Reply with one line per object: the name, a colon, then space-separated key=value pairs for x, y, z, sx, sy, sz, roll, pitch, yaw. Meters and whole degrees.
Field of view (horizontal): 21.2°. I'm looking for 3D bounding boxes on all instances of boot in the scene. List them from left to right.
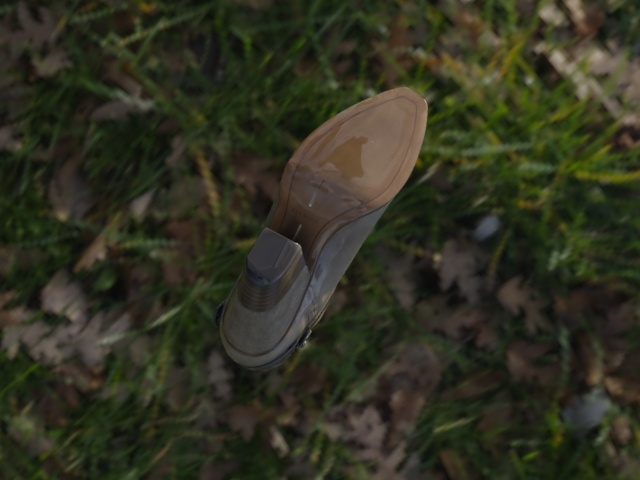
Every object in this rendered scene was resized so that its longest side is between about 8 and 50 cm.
boot: x=0.000 y=0.000 z=0.691 sx=0.042 sy=0.087 sz=0.118 roll=38 pitch=71 yaw=15
